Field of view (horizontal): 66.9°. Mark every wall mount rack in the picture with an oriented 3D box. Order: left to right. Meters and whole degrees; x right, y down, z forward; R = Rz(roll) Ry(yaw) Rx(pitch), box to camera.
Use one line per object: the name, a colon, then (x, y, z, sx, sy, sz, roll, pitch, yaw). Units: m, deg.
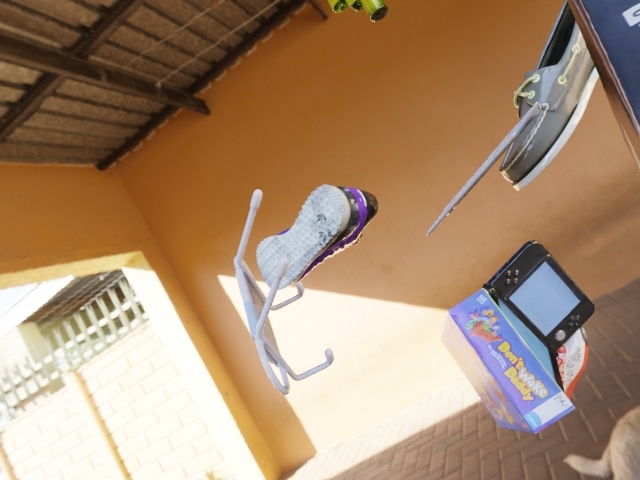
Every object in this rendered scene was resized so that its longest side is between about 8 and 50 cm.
wall mount rack: (-0.089, 0.095, 0.916, 0.130, 0.350, 0.304, -27, -48, -2)

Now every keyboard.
keyboard: (0.215, -0.086, 0.675, 0.072, 0.014, 0.256, -42, -11, -27)

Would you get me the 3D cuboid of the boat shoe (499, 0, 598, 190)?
boat shoe: (0.329, -0.217, 0.688, 0.305, 0.091, 0.109, -60, 2, -1)

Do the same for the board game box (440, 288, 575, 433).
board game box: (0.342, 0.249, 0.958, 0.078, 0.233, 0.347, -32, -22, -1)

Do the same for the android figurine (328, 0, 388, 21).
android figurine: (0.093, -0.602, 1.003, 0.248, 0.273, 0.056, -36, -15, 32)

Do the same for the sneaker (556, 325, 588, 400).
sneaker: (0.595, 0.336, 1.272, 0.145, 0.270, 0.090, 7, 14, -13)

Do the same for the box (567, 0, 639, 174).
box: (0.524, -0.122, 0.375, 0.471, 0.480, 0.297, -24, 42, 33)

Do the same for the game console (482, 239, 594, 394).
game console: (0.533, 0.191, 1.132, 0.250, 0.293, 0.173, -47, 21, 4)

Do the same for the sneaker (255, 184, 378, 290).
sneaker: (0.001, 0.001, 0.891, 0.146, 0.102, 0.293, -12, -19, -43)
